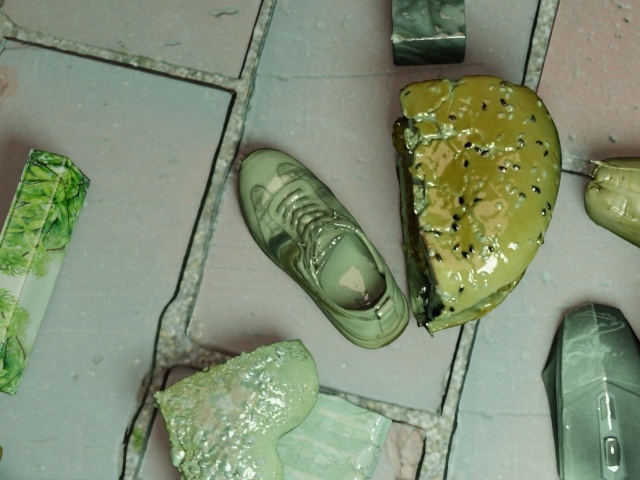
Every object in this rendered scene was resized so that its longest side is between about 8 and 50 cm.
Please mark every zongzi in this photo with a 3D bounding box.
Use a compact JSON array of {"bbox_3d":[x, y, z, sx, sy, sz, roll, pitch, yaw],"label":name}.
[{"bbox_3d":[0.390,0.004,1.664,0.194,0.099,0.198,5,88,8],"label":"zongzi"}]

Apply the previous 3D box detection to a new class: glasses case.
[{"bbox_3d":[-0.347,0.036,1.703,0.062,0.095,0.272,15,78,12],"label":"glasses case"}]

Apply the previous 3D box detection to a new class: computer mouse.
[{"bbox_3d":[0.313,0.182,1.632,0.126,0.071,0.231,-4,77,3],"label":"computer mouse"}]

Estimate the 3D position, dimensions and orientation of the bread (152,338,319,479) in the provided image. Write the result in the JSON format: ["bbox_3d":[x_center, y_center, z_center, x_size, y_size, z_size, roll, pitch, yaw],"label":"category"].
[{"bbox_3d":[-0.103,0.197,1.623,0.172,0.064,0.232,24,79,7],"label":"bread"}]

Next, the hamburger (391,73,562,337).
[{"bbox_3d":[0.176,-0.050,1.647,0.192,0.168,0.288,-9,76,4],"label":"hamburger"}]

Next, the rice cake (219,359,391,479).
[{"bbox_3d":[-0.036,0.217,1.665,0.211,0.038,0.124,23,80,9],"label":"rice cake"}]

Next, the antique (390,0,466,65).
[{"bbox_3d":[0.125,-0.308,1.756,0.088,0.086,0.183,-2,76,3],"label":"antique"}]

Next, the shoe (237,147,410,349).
[{"bbox_3d":[0.000,0.000,1.687,0.103,0.098,0.275,-40,76,-10],"label":"shoe"}]

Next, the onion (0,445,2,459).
[{"bbox_3d":[-0.351,0.359,1.554,0.230,0.256,0.273,5,92,19],"label":"onion"}]
